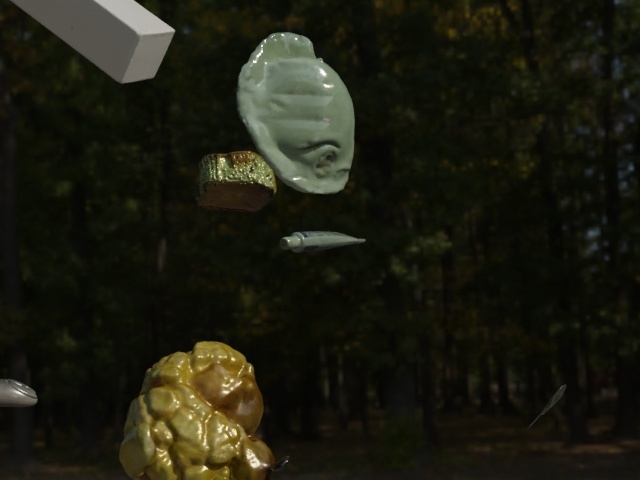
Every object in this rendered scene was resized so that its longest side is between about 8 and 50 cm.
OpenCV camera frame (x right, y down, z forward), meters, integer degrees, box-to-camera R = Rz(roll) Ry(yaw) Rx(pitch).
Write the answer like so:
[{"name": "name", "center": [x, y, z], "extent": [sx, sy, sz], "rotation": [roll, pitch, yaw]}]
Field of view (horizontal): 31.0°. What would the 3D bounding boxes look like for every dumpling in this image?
[{"name": "dumpling", "center": [-0.035, -0.158, 1.489], "extent": [0.152, 0.219, 0.108], "rotation": [-17, -4, -12]}]

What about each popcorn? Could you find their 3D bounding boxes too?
[{"name": "popcorn", "center": [-0.135, 0.207, 1.208], "extent": [0.163, 0.194, 0.140], "rotation": [-7, -36, -19]}]

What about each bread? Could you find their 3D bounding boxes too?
[{"name": "bread", "center": [-0.145, -0.102, 1.992], "extent": [0.140, 0.069, 0.128], "rotation": [0, -21, -10]}]

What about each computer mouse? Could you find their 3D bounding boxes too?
[{"name": "computer mouse", "center": [-0.512, 0.248, 1.894], "extent": [0.096, 0.039, 0.066], "rotation": [5, 5, -17]}]

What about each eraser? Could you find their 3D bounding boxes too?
[{"name": "eraser", "center": [-0.332, -0.319, 1.500], "extent": [0.298, 0.076, 0.078], "rotation": [37, 27, 14]}]

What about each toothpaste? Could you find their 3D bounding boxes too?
[{"name": "toothpaste", "center": [0.000, 0.000, 2.122], "extent": [0.062, 0.037, 0.216], "rotation": [20, 15, 34]}]

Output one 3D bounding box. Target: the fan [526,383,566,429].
[{"name": "fan", "center": [0.316, 0.228, 1.594], "extent": [0.003, 0.080, 0.060], "rotation": [41, 16, 21]}]
